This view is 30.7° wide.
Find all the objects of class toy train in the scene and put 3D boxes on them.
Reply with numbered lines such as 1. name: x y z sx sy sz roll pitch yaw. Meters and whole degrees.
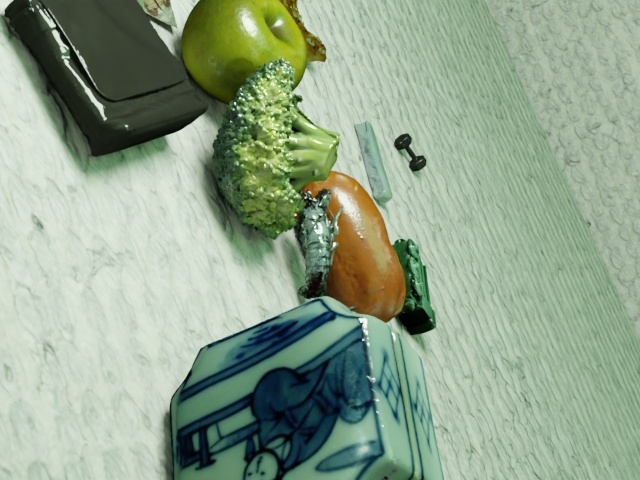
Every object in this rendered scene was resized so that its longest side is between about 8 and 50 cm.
1. toy train: 0.158 0.076 2.071 0.111 0.071 0.170 56 22 -38

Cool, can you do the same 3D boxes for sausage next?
1. sausage: 0.049 0.012 1.837 0.133 0.133 0.258 -7 72 -65

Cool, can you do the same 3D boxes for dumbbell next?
1. dumbbell: 0.188 -0.184 2.439 0.083 0.036 0.040 53 25 -21

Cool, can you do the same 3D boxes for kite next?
1. kite: -0.288 -0.418 1.735 0.250 0.012 0.229 54 26 -18

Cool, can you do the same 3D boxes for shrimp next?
1. shrimp: 0.002 0.000 1.744 0.082 0.076 0.174 6 76 -23

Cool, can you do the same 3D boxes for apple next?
1. apple: -0.119 -0.292 1.768 0.196 0.157 0.196 44 27 -30

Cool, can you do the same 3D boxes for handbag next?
1. handbag: -0.273 -0.223 1.492 0.223 0.080 0.247 55 26 0

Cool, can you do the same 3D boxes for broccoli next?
1. broccoli: -0.067 -0.131 1.668 0.176 0.226 0.198 36 3 1

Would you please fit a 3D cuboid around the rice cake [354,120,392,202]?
1. rice cake: 0.099 -0.153 2.230 0.042 0.030 0.180 27 41 -48

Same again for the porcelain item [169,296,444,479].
1. porcelain item: -0.023 0.222 1.276 0.157 0.281 0.286 40 34 -45

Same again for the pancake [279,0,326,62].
1. pancake: -0.090 -0.494 2.173 0.377 0.054 0.197 61 23 -7
